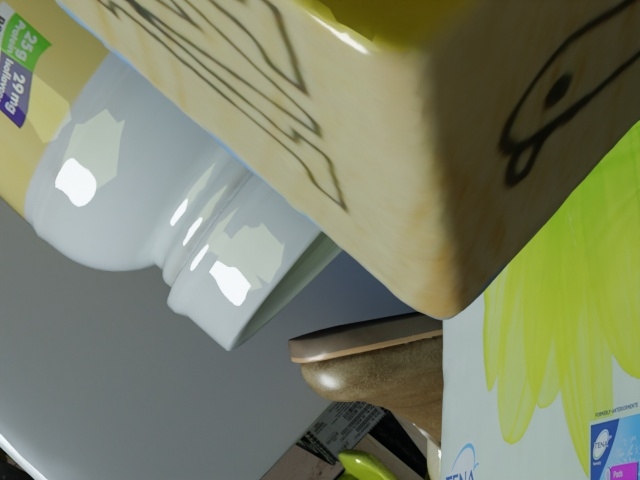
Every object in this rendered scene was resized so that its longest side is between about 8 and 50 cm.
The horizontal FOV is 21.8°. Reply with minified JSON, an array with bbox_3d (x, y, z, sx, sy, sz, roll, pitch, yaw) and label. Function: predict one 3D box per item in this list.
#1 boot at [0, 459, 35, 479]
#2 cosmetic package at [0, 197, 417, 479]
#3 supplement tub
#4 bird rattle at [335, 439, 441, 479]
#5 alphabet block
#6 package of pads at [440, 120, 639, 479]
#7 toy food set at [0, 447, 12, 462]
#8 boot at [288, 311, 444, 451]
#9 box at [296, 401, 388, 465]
[{"bbox_3d":[-0.243,0.239,1.165,0.284,0.138,0.377,18,153,41],"label":"boot"},{"bbox_3d":[-0.131,-0.023,1.118,0.329,0.327,0.394,46,170,-7],"label":"cosmetic package"},{"bbox_3d":[-0.089,-0.139,0.695,0.331,0.241,0.241,43,171,4],"label":"supplement tub"},{"bbox_3d":[0.133,0.131,1.157,0.143,0.253,0.206,25,123,35],"label":"bird rattle"},{"bbox_3d":[0.020,-0.125,0.458,0.193,0.192,0.197,39,171,17],"label":"alphabet block"},{"bbox_3d":[0.126,0.070,0.686,0.101,0.229,0.296,5,166,-11],"label":"package of pads"},{"bbox_3d":[-0.270,0.111,1.199,0.132,0.038,0.192,30,159,32],"label":"toy food set"},{"bbox_3d":[0.101,0.095,0.927,0.112,0.115,0.305,-8,168,40],"label":"boot"},{"bbox_3d":[0.042,0.080,1.262,0.045,0.190,0.184,46,170,-7],"label":"box"}]
